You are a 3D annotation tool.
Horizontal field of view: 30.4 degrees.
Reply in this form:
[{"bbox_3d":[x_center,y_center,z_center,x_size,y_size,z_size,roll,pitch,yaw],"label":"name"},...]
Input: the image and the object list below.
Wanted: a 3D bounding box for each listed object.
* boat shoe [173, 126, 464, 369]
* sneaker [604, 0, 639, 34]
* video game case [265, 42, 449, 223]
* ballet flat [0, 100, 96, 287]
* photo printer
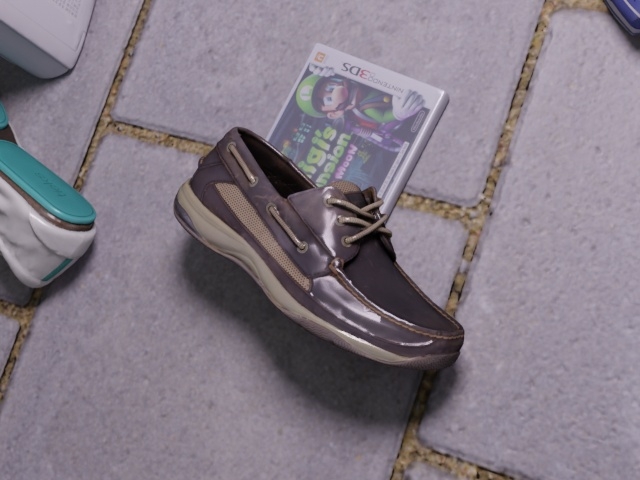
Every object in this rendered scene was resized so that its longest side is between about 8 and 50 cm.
[{"bbox_3d":[0.000,0.000,1.178,0.355,0.132,0.130,34,110,24],"label":"boat shoe"},{"bbox_3d":[0.303,-0.371,1.153,0.127,0.182,0.315,-14,70,20],"label":"sneaker"},{"bbox_3d":[0.024,-0.105,1.281,0.173,0.022,0.190,25,86,27],"label":"video game case"},{"bbox_3d":[-0.420,-0.092,1.417,0.139,0.139,0.400,-47,64,4],"label":"ballet flat"},{"bbox_3d":[-0.377,-0.362,1.368,0.107,0.307,0.256,7,78,24],"label":"photo printer"}]
